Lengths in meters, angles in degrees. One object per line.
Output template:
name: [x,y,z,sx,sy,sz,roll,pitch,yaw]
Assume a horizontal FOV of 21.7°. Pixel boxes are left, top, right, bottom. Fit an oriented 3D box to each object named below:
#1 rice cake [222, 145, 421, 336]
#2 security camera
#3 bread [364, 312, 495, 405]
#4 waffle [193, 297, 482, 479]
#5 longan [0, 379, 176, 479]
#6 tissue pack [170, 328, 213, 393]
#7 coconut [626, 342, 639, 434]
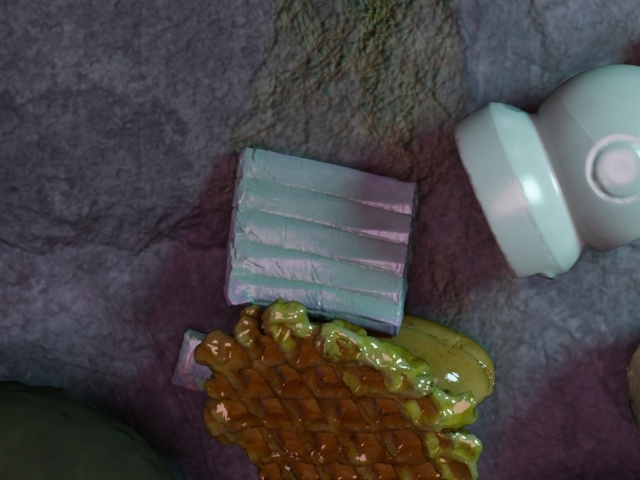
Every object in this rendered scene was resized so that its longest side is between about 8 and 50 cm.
rice cake: [0.000,0.000,1.756,0.198,0.037,0.189,5,76,9]
security camera: [0.271,-0.079,1.662,0.236,0.194,0.195,-23,96,10]
bread: [0.093,0.122,1.761,0.189,0.114,0.077,16,134,8]
waffle: [0.014,0.188,1.737,0.325,0.068,0.302,30,140,3]
longan: [-0.313,0.357,1.727,0.404,0.404,0.436,-32,88,13]
tissue pack: [-0.118,0.140,1.837,0.083,0.035,0.063,17,103,5]
coconut: [0.431,0.168,1.662,0.237,0.237,0.197,44,70,-1]
